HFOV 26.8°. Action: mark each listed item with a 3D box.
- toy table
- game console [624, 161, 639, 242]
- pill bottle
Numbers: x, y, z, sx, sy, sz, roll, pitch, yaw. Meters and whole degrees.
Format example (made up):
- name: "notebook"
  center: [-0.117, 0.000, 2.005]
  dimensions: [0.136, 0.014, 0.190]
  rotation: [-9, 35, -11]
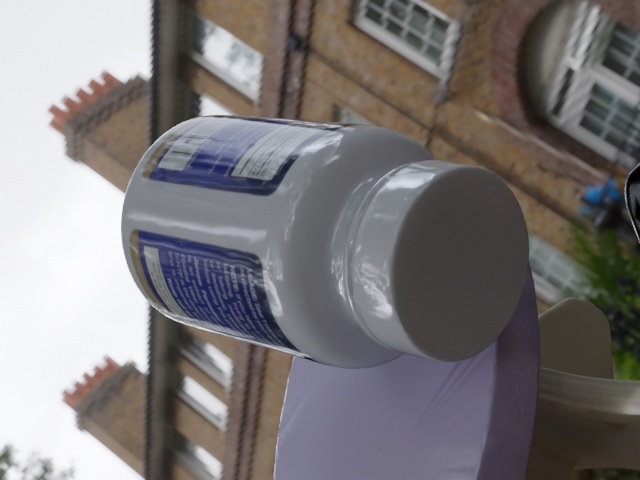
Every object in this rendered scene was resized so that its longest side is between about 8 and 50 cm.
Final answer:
- name: "toy table"
  center: [0.091, 0.105, 0.688]
  dimensions: [0.252, 0.161, 0.274]
  rotation: [-30, 40, 49]
- name: "game console"
  center: [0.252, 0.109, 0.739]
  dimensions: [0.044, 0.213, 0.361]
  rotation: [-45, -63, -43]
- name: "pill bottle"
  center: [0.000, 0.000, 0.630]
  dimensions: [0.112, 0.186, 0.112]
  rotation: [-8, -78, -39]
